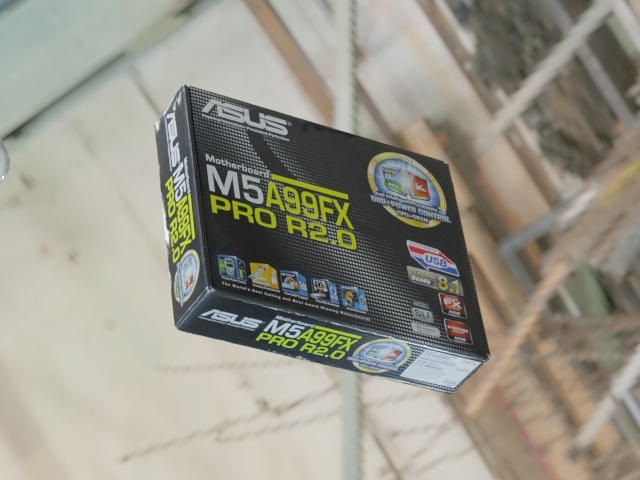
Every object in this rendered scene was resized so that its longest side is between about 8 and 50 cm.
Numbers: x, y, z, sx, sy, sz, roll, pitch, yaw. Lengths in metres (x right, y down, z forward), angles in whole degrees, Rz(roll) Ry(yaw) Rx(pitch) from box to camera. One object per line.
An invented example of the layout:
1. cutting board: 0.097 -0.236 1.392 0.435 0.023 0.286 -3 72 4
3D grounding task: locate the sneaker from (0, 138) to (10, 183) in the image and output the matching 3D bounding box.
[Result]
1. sneaker: -0.348 -0.087 1.551 0.235 0.095 0.090 20 -97 -38

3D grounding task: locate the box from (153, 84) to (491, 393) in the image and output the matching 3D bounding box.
1. box: 0.000 0.000 1.583 0.270 0.060 0.216 16 -133 -28
